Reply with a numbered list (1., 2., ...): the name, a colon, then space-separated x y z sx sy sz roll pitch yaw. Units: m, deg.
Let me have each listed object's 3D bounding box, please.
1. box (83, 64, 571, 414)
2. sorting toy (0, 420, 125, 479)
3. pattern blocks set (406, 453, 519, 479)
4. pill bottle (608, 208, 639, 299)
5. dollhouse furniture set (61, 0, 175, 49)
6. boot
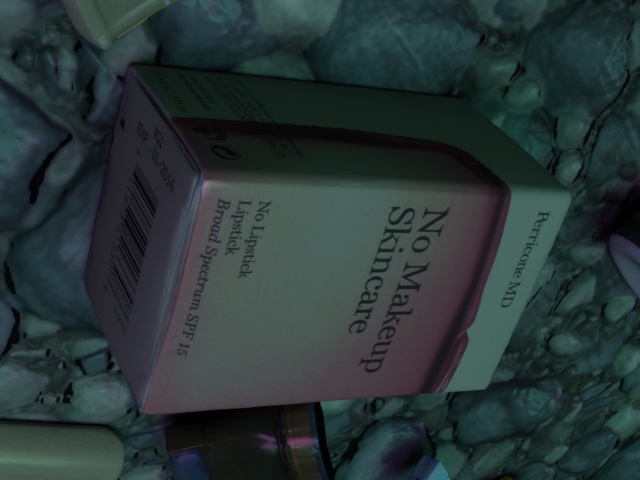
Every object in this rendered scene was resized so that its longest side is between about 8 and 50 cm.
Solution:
1. box: 0.000 0.000 0.594 0.232 0.127 0.149 1 122 -30
2. sorting toy: -0.245 0.206 0.664 0.193 0.038 0.208 11 116 -35
3. pattern blocks set: 0.107 0.335 0.893 0.285 0.026 0.325 -58 137 -15
4. pill bottle: 0.351 -0.030 0.773 0.245 0.130 0.130 -39 133 0
5. dollhouse furniture set: -0.103 -0.159 0.450 0.076 0.058 0.152 -37 155 -10
6. boot: -0.042 0.187 0.762 0.106 0.082 0.219 -7 134 2
